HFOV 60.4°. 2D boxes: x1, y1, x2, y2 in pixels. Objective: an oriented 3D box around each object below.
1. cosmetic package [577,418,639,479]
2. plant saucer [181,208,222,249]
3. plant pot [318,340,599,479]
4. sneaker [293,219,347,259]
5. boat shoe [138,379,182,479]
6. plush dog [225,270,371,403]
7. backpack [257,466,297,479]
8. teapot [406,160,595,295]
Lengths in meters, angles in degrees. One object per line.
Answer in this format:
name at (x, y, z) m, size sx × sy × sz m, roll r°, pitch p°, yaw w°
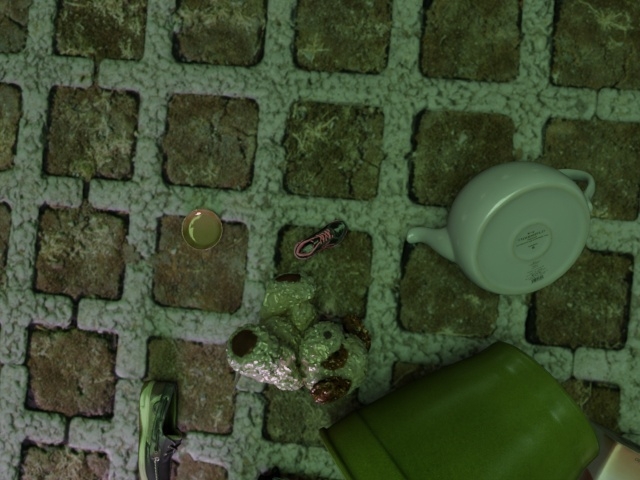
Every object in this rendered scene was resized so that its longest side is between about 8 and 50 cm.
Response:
cosmetic package at (0.498, 0.499, 0.983) m, size 0.153 × 0.129 × 0.296 m, roll 26°, pitch 93°, yaw 3°
plant saucer at (-0.236, -0.022, 1.106) m, size 0.084 × 0.015 × 0.083 m, roll 0°, pitch 89°, yaw 5°
plant pot at (0.245, 0.363, 0.920) m, size 0.353 × 0.366 × 0.366 m, roll -36°, pitch 87°, yaw -7°
sneaker at (0.000, 0.000, 1.065) m, size 0.119 × 0.057 × 0.047 m, roll -33°, pitch 85°, yaw 3°
boat shoe at (-0.309, 0.387, 1.079) m, size 0.074 × 0.080 × 0.223 m, roll -5°, pitch 85°, yaw 10°
plush dog at (-0.023, 0.211, 1.005) m, size 0.226 × 0.262 × 0.210 m, roll 14°, pitch 125°, yaw 14°
backpack at (-0.042, 0.530, 1.039) m, size 0.182 × 0.115 × 0.151 m, roll 9°, pitch 88°, yaw 2°
teapot at (0.333, -0.041, 0.980) m, size 0.256 × 0.187 × 0.252 m, roll 18°, pitch 112°, yaw -21°
